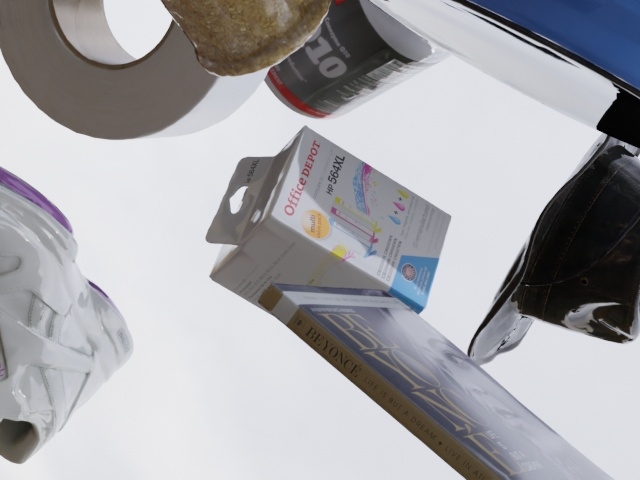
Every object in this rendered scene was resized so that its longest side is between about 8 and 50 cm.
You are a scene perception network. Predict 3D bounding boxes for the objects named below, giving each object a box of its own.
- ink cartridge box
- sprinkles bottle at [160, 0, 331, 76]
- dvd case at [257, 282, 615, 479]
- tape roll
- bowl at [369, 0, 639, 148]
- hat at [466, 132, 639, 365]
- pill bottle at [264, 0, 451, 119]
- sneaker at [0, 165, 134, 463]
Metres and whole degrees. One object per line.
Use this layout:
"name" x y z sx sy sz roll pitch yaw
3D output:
"ink cartridge box" 0.000 0.000 1.213 0.143 0.092 0.090 31 -42 -14
"sprinkles bottle" -0.125 -0.279 1.266 0.121 0.121 0.355 26 -22 51
"dvd case" 0.082 0.096 0.998 0.221 0.164 0.018 39 -77 22
"tape roll" -0.176 -0.240 1.714 0.286 0.100 0.286 2 -85 26
"bowl" 0.177 -0.159 1.337 0.391 0.077 0.391 28 2 -1
"hat" 0.287 0.017 1.748 0.134 0.331 0.331 33 -36 13
"pill bottle" 0.067 -0.254 1.984 0.283 0.161 0.161 -26 -90 48
"sneaker" -0.226 0.049 1.198 0.114 0.152 0.305 23 -23 32
